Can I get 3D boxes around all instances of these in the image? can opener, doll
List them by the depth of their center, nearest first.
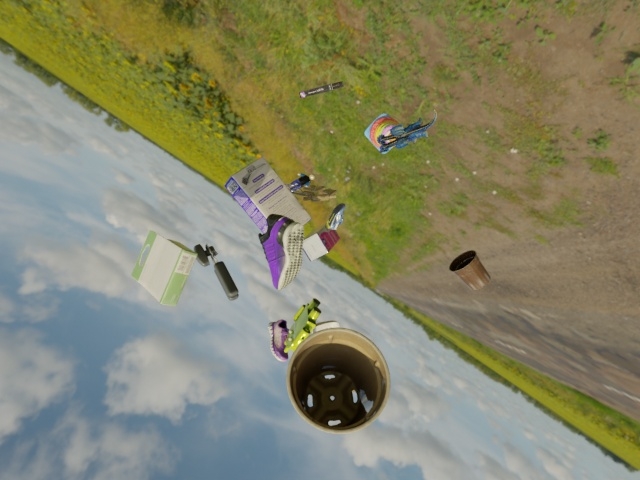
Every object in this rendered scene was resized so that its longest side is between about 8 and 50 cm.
[{"bbox_3d":[-0.424,0.127,1.639,0.280,0.093,0.074,52,154,22],"label":"can opener"},{"bbox_3d":[-0.122,-0.373,2.545,0.046,0.189,0.129,44,-157,-62],"label":"doll"}]

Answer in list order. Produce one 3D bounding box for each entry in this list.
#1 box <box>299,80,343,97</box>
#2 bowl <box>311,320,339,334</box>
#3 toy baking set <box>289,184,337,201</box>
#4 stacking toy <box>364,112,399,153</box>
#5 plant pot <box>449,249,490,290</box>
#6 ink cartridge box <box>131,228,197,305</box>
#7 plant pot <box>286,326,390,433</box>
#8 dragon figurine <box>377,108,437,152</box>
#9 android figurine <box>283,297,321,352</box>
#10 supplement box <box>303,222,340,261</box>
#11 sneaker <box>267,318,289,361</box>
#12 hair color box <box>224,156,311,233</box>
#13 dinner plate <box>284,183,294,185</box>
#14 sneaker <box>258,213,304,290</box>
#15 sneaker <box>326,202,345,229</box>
[{"bbox_3d":[0.004,-0.651,1.728,0.162,0.029,0.116,-1,-155,29],"label":"box"},{"bbox_3d":[0.018,0.439,1.876,0.142,0.141,0.053,-8,-161,-19],"label":"bowl"},{"bbox_3d":[-0.052,-0.221,1.898,0.257,0.030,0.197,-10,-156,-25],"label":"toy baking set"},{"bbox_3d":[0.344,-0.523,1.995,0.175,0.166,0.302,43,-167,-16],"label":"stacking toy"},{"bbox_3d":[0.804,0.167,2.134,0.165,0.167,0.167,49,176,-9],"label":"plant pot"},{"bbox_3d":[-0.483,0.077,1.226,0.235,0.171,0.056,22,180,44],"label":"ink cartridge box"},{"bbox_3d":[0.050,0.518,1.404,0.334,0.334,0.305,34,150,18],"label":"plant pot"},{"bbox_3d":[0.324,-0.404,1.532,0.289,0.144,0.085,-2,110,69],"label":"dragon figurine"},{"bbox_3d":[-0.089,0.399,1.851,0.056,0.272,0.248,31,-163,-13],"label":"android figurine"},{"bbox_3d":[0.000,0.000,1.988,0.111,0.114,0.220,59,-156,-8],"label":"supplement box"},{"bbox_3d":[-0.198,0.502,2.058,0.095,0.105,0.236,36,-153,-44],"label":"sneaker"},{"bbox_3d":[-0.219,-0.162,1.690,0.338,0.185,0.110,52,144,-7],"label":"hair color box"},{"bbox_3d":[-0.196,-0.266,1.920,0.141,0.017,0.141,2,-171,0],"label":"dinner plate"},{"bbox_3d":[-0.141,0.031,1.333,0.146,0.293,0.102,30,-139,23],"label":"sneaker"},{"bbox_3d":[0.085,-0.116,1.957,0.059,0.144,0.053,24,-165,-30],"label":"sneaker"}]
